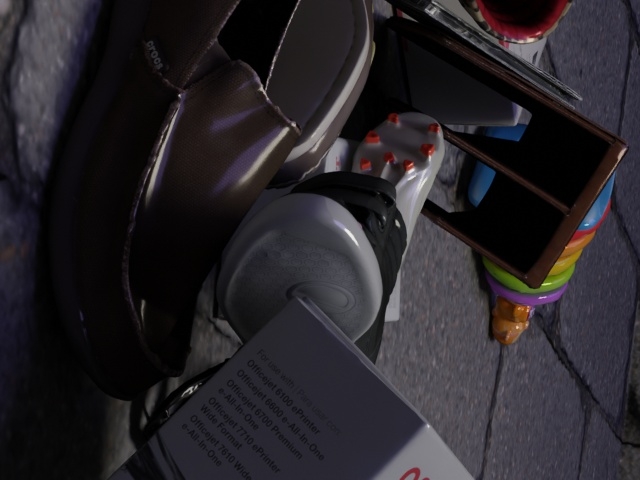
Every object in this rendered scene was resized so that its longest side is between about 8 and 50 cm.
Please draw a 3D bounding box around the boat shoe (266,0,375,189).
[{"bbox_3d":[-0.012,-0.146,1.361,0.324,0.117,0.096,-84,166,-46],"label":"boat shoe"}]

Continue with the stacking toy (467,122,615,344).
[{"bbox_3d":[0.255,0.018,2.162,0.175,0.166,0.301,-69,169,-49],"label":"stacking toy"}]

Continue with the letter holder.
[{"bbox_3d":[0.124,-0.095,1.641,0.152,0.214,0.302,-58,-171,5],"label":"letter holder"}]

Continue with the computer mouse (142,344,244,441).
[{"bbox_3d":[-0.041,0.172,1.380,0.188,0.072,0.272,-33,132,-21],"label":"computer mouse"}]

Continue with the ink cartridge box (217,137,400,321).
[{"bbox_3d":[-0.003,-0.007,1.468,0.212,0.093,0.154,2,90,-72],"label":"ink cartridge box"}]

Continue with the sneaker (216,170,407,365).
[{"bbox_3d":[0.000,0.000,1.172,0.295,0.105,0.147,83,16,-65],"label":"sneaker"}]

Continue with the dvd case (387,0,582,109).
[{"bbox_3d":[0.114,-0.189,1.551,0.221,0.164,0.018,26,97,-43],"label":"dvd case"}]

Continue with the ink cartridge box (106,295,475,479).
[{"bbox_3d":[-0.051,0.213,1.092,0.307,0.129,0.223,-44,150,-5],"label":"ink cartridge box"}]

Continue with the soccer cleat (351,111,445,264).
[{"bbox_3d":[0.049,-0.025,1.395,0.076,0.068,0.196,92,16,-47],"label":"soccer cleat"}]

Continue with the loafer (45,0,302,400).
[{"bbox_3d":[-0.084,-0.073,1.169,0.134,0.130,0.366,43,53,-65],"label":"loafer"}]

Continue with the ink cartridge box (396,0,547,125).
[{"bbox_3d":[0.175,-0.287,1.876,0.283,0.117,0.207,-66,152,-44],"label":"ink cartridge box"}]

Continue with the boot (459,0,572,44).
[{"bbox_3d":[0.098,-0.358,1.431,0.377,0.138,0.284,78,-15,-51],"label":"boot"}]
